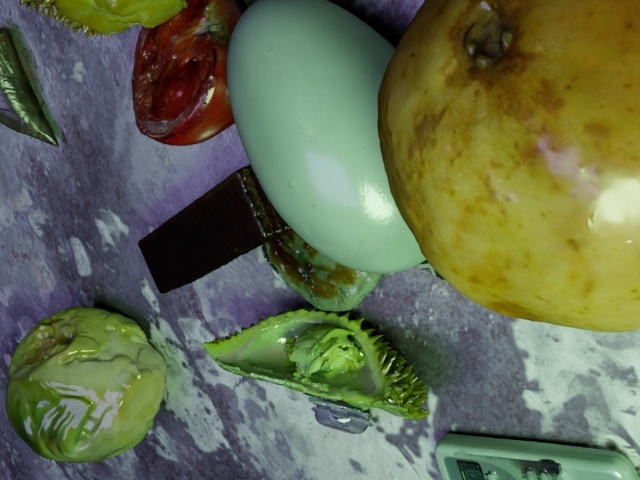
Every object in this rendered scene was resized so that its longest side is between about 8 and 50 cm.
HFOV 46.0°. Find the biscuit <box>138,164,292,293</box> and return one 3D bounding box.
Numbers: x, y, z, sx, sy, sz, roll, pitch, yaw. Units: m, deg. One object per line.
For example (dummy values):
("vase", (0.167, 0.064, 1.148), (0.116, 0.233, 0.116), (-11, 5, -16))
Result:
("biscuit", (-0.173, -0.012, 1.191), (0.388, 0.073, 0.107), (-26, 88, 51))

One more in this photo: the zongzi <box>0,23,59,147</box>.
("zongzi", (-0.546, -0.282, 1.377), (0.184, 0.084, 0.187), (25, 125, 7))

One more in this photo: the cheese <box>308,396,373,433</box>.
("cheese", (0.034, 0.277, 1.199), (0.105, 0.042, 0.191), (13, 163, 7))

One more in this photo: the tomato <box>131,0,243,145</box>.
("tomato", (-0.162, -0.233, 1.051), (0.200, 0.139, 0.233), (-23, 63, 40))

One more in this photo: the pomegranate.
("pomegranate", (0.252, -0.092, 0.676), (0.409, 0.410, 0.410), (19, 125, 29))

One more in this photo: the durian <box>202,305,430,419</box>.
("durian", (0.009, 0.204, 1.144), (0.355, 0.169, 0.158), (9, 117, 32))

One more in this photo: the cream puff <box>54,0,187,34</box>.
("cream puff", (-0.225, -0.389, 0.923), (0.281, 0.282, 0.185), (7, 142, 36))

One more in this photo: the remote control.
("remote control", (0.307, 0.352, 1.072), (0.296, 0.056, 0.140), (-5, 113, 41))

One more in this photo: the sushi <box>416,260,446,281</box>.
("sushi", (0.168, 0.012, 1.006), (0.126, 0.026, 0.120), (28, 130, 24))

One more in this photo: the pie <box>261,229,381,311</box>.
("pie", (0.000, 0.000, 1.115), (0.240, 0.054, 0.241), (19, 124, 31))

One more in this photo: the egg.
("egg", (0.021, -0.132, 0.899), (0.230, 0.230, 0.371), (-38, 81, 44))

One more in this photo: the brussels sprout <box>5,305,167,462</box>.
("brussels sprout", (-0.478, 0.299, 1.517), (0.343, 0.268, 0.344), (12, 115, 28))

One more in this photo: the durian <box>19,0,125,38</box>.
("durian", (-0.391, -0.397, 1.147), (0.249, 0.138, 0.183), (14, 114, 25))
